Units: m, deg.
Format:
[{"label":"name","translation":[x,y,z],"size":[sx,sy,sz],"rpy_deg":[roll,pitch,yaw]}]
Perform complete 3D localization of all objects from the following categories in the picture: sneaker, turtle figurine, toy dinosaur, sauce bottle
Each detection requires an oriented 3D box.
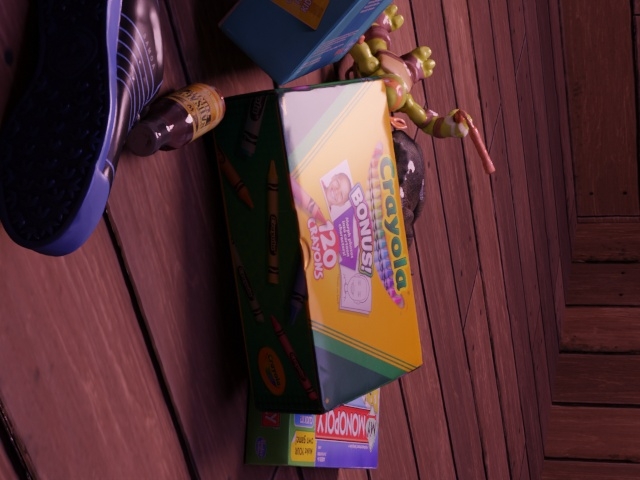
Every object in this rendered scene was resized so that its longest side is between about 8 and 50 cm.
[{"label":"sneaker","translation":[-0.142,-0.089,0.842],"size":[0.090,0.081,0.232],"rpy_deg":[44,46,-57]},{"label":"turtle figurine","translation":[0.086,-0.179,1.487],"size":[0.269,0.087,0.217],"rpy_deg":[38,22,-11]},{"label":"toy dinosaur","translation":[0.077,-0.059,1.475],"size":[0.313,0.121,0.160],"rpy_deg":[-33,140,-67]},{"label":"sauce bottle","translation":[-0.111,-0.091,1.007],"size":[0.128,0.042,0.042],"rpy_deg":[-52,138,-66]}]

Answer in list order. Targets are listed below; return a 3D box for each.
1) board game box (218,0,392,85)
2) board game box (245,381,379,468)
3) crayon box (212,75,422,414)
[{"label":"board game box","translation":[0.075,-0.295,1.161],"size":[0.079,0.336,0.254],"rpy_deg":[43,17,0]},{"label":"board game box","translation":[0.002,0.128,1.365],"size":[0.317,0.046,0.213],"rpy_deg":[30,61,-70]},{"label":"crayon box","translation":[0.000,0.000,1.182],"size":[0.165,0.081,0.278],"rpy_deg":[-17,100,-53]}]
